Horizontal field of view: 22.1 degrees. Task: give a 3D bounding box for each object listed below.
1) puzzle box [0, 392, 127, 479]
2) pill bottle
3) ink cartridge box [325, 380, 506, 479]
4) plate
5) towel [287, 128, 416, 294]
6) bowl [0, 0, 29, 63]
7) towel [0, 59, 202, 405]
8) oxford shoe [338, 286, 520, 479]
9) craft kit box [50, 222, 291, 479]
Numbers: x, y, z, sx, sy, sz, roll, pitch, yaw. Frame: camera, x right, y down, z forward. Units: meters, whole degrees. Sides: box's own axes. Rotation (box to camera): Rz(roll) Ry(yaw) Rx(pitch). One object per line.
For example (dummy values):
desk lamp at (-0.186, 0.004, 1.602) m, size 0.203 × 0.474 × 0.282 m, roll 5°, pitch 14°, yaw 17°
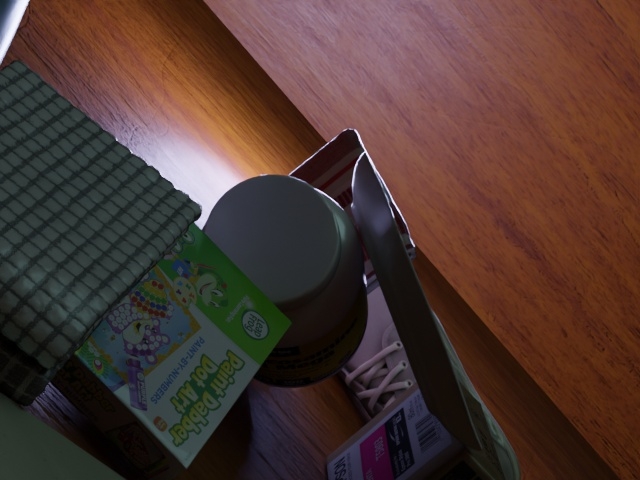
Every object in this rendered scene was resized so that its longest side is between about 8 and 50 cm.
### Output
puzzle box at (-0.250, 0.184, 1.132) m, size 0.409 × 0.052 × 0.272 m, roll 43°, pitch 14°, yaw -35°
pill bottle at (-0.042, 0.045, 1.842) m, size 0.188 × 0.188 × 0.334 m, roll 54°, pitch -7°, yaw 16°
ink cartridge box at (0.107, 0.273, 1.900) m, size 0.088 × 0.193 × 0.235 m, roll 47°, pitch 11°, yaw -17°
plate at (0.095, 0.067, 1.830) m, size 0.277 × 0.045 × 0.278 m, roll -105°, pitch 175°, yaw -67°
towel at (0.000, 0.000, 2.255) m, size 0.037 × 0.237 × 0.329 m, roll 44°, pitch 13°, yaw -33°
bowl at (-0.390, -0.295, 1.574) m, size 0.311 × 0.163 × 0.311 m, roll 40°, pitch -9°, yaw 8°
towel at (-0.260, -0.012, 1.364) m, size 0.235 × 0.121 × 0.284 m, roll 39°, pitch 29°, yaw -2°
oxford shoe at (0.112, 0.199, 2.307) m, size 0.449 × 0.169 × 0.130 m, roll 54°, pitch 31°, yaw 12°
craft kit box at (-0.171, 0.068, 1.544) m, size 0.246 × 0.061 × 0.250 m, roll 48°, pitch 37°, yaw -9°
